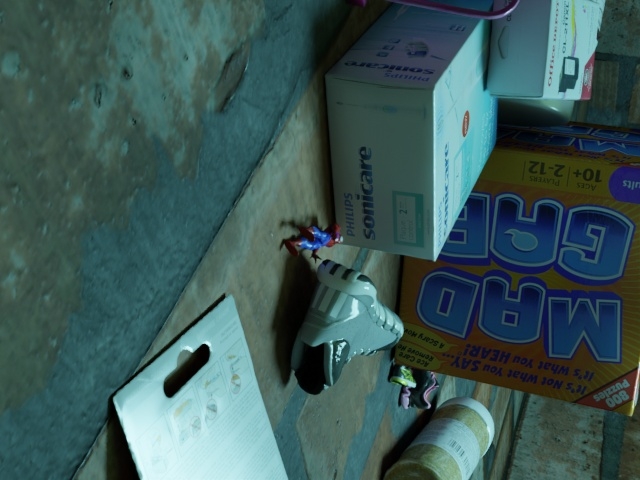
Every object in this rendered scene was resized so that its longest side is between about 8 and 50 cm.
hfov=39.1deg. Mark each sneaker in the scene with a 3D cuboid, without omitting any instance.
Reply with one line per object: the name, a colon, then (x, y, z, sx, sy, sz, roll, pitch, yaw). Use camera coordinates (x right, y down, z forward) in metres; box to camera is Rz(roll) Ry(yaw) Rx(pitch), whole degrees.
sneaker: (0.171, 0.224, 1.491, 0.047, 0.057, 0.119, 42, 60, -65)
sneaker: (0.019, 0.117, 1.019, 0.132, 0.086, 0.229, -62, 154, -13)
sneaker: (0.134, 0.211, 1.418, 0.083, 0.031, 0.035, 31, 70, -69)

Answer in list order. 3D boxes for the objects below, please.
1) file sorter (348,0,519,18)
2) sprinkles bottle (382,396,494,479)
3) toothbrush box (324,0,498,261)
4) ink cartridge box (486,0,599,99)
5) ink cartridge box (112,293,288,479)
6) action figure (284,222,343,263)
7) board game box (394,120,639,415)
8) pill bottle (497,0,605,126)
file sorter: (0.129, -0.375, 0.839, 0.291, 0.182, 0.202, 76, 29, -66)
sprinkles bottle: (0.214, 0.382, 1.591, 0.355, 0.121, 0.121, -19, 117, -67)
toothbrush box: (0.120, -0.150, 1.069, 0.295, 0.126, 0.216, -53, 146, -49)
ink cartridge box: (0.278, -0.237, 1.114, 0.175, 0.072, 0.127, -13, 108, -55)
ink cartridge box: (-0.106, 0.190, 0.769, 0.189, 0.066, 0.232, -44, 118, -58)
action figure: (0.000, 0.000, 0.951, 0.038, 0.030, 0.115, -47, 169, 17)
board game box: (0.349, 0.007, 1.425, 0.356, 0.356, 0.357, -33, 130, -64)
pill bottle: (0.303, -0.376, 1.310, 0.224, 0.224, 0.392, 14, 87, -70)
